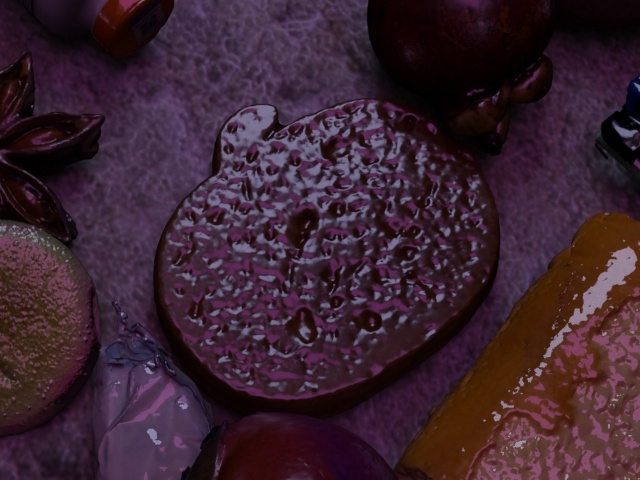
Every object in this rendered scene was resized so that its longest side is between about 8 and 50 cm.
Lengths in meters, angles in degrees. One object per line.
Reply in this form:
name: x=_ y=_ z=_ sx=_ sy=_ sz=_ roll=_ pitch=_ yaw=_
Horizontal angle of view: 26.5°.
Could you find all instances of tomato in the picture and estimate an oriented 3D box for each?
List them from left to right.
tomato: x=0.001 y=0.316 z=1.250 sx=0.289 sy=0.176 sz=0.335 roll=42 pitch=54 yaw=-18

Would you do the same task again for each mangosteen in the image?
mangosteen: x=0.165 y=-0.220 z=1.516 sx=0.215 sy=0.215 sz=0.258 roll=-13 pitch=89 yaw=-11

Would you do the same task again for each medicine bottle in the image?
medicine bottle: x=-0.296 y=-0.335 z=1.526 sx=0.288 sy=0.157 sz=0.157 roll=44 pitch=71 yaw=11

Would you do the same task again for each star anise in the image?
star anise: x=-0.333 y=-0.079 z=1.461 sx=0.220 sy=0.099 sz=0.214 roll=-35 pitch=90 yaw=-14

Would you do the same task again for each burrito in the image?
burrito: x=-0.155 y=0.265 z=1.343 sx=0.139 sy=0.101 sz=0.445 roll=-4 pitch=68 yaw=-13

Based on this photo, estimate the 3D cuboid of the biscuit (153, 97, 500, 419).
biscuit: x=-0.001 y=0.003 z=1.477 sx=0.394 sy=0.070 sz=0.350 roll=-28 pitch=72 yaw=-16

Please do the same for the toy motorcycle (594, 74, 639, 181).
toy motorcycle: x=0.447 y=-0.051 z=1.464 sx=0.125 sy=0.196 sz=0.331 roll=-38 pitch=67 yaw=-6

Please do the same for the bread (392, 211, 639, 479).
bread: x=0.263 y=0.169 z=1.390 sx=0.236 sy=0.165 sz=0.375 roll=36 pitch=71 yaw=10

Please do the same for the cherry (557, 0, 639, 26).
cherry: x=0.356 y=-0.374 z=1.584 sx=0.307 sy=0.221 sz=0.261 roll=-27 pitch=71 yaw=4

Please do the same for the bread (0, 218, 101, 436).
bread: x=-0.336 y=0.091 z=1.388 sx=0.228 sy=0.033 sz=0.228 roll=0 pitch=92 yaw=-11
